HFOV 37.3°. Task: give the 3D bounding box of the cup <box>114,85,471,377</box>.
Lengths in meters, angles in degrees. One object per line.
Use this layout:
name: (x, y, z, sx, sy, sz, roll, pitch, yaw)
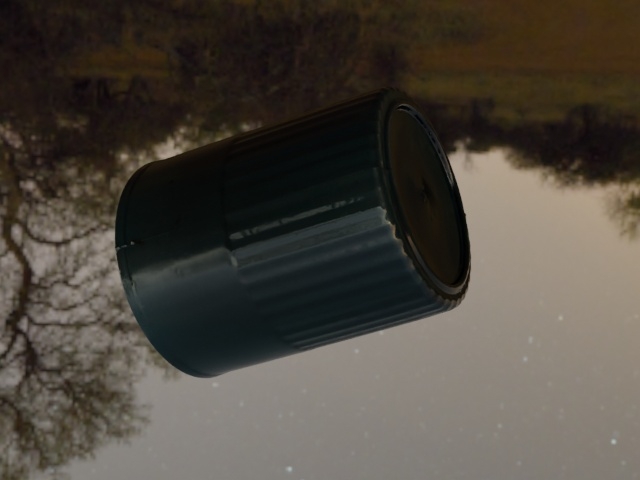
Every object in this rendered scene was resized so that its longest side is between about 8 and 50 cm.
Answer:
cup: (-0.003, 0.012, 0.985, 0.292, 0.308, 0.242, -18, -139, 26)
